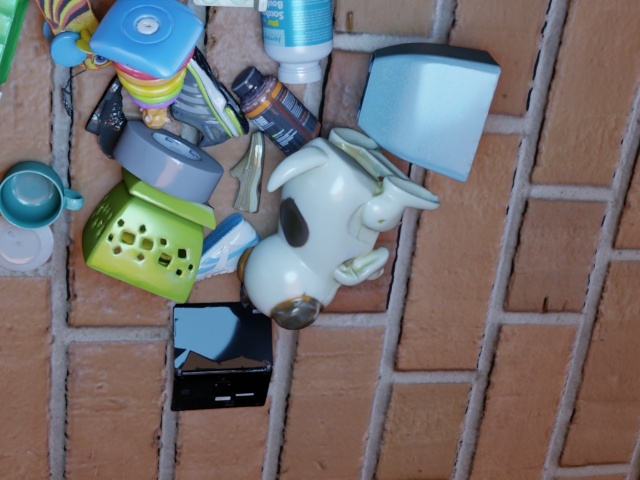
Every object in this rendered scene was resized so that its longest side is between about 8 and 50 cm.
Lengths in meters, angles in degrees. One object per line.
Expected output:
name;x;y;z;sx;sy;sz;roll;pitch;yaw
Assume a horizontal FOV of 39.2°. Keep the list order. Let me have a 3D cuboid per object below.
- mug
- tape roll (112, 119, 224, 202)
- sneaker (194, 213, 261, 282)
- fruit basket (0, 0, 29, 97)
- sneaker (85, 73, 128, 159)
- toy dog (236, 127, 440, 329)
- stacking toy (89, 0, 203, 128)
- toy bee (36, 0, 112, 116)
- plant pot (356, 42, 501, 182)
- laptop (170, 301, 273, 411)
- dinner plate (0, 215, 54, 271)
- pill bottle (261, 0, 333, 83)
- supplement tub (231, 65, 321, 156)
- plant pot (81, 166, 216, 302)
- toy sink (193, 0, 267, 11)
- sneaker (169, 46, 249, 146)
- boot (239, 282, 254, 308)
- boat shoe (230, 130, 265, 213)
mug;-0.589;-0.091;1.871;0.129;0.097;0.158;-45;116;7
tape roll;-0.310;-0.162;1.841;0.219;0.219;0.072;24;104;-22
sneaker;-0.238;0.045;2.023;0.229;0.087;0.092;-38;120;7
fruit basket;-0.739;-0.436;1.681;0.353;0.165;0.327;20;107;-4
sneaker;-0.424;-0.257;1.869;0.089;0.051;0.170;28;108;-23
toy dog;0.000;0.000;1.913;0.395;0.284;0.408;-4;131;-58
stacking toy;-0.323;-0.314;1.737;0.175;0.165;0.302;22;151;6
toy bee;-0.454;-0.401;1.745;0.162;0.298;0.195;-19;71;-14
plant pot;0.213;-0.297;1.909;0.252;0.248;0.247;14;110;-2
laptop;-0.240;0.281;2.163;0.234;0.136;0.264;-1;138;-13
dinner plate;-0.649;0.006;1.943;0.141;0.017;0.141;-5;112;-12
pill bottle;-0.048;-0.457;1.820;0.146;0.146;0.264;-8;114;-11
supplement tub;-0.097;-0.277;1.908;0.106;0.106;0.198;-43;116;6
plant pot;-0.352;-0.030;1.891;0.228;0.227;0.207;25;100;-23
toy sink;-0.181;-0.528;1.709;0.131;0.234;0.152;-2;114;-13
sneaker;-0.275;-0.313;1.852;0.121;0.111;0.300;-32;111;10
boot;-0.135;0.100;2.095;0.099;0.045;0.121;6;105;-7
boat shoe;-0.162;-0.149;1.972;0.072;0.068;0.190;6;111;-4
